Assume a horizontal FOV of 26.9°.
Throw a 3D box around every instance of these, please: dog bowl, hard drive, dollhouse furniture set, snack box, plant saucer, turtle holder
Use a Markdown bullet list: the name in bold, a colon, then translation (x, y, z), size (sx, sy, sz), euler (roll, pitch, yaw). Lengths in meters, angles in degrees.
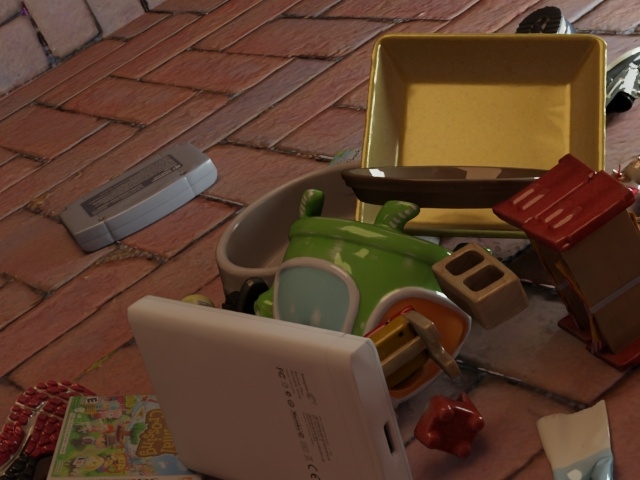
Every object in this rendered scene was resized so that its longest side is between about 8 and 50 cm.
- **dog bowl**: translation (0.000, 0.000, 1.996), size (0.349, 0.102, 0.348), euler (-20, 25, 10)
- **hard drive**: translation (-0.058, 0.189, 1.493), size (0.353, 0.233, 0.047), euler (7, 33, 43)
- **dollhouse furniture set**: translation (0.211, 0.093, 1.521), size (0.374, 0.201, 0.152), euler (-33, 26, -6)
- **snack box**: translation (0.076, -0.121, 2.235), size (0.141, 0.037, 0.100), euler (-8, 29, 32)
- **plant saucer**: translation (0.229, -0.133, 1.873), size (0.333, 0.081, 0.332), euler (2, 62, 10)
- **plant saucer**: translation (0.164, -0.068, 1.677), size (0.278, 0.041, 0.278), euler (0, 6, 0)
- **turtle holder**: translation (0.033, 0.074, 1.651), size (0.320, 0.243, 0.227), euler (13, 80, 24)

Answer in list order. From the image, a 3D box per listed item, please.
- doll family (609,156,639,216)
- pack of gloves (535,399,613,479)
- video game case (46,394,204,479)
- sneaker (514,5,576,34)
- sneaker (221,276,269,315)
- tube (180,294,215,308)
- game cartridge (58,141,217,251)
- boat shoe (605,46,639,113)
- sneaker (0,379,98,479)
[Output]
- **doll family**: translation (0.461, -0.032, 1.646), size (0.263, 0.118, 0.163), euler (5, 56, 54)
- **pack of gloves**: translation (0.325, 0.208, 1.362), size (0.195, 0.046, 0.232), euler (-22, 25, 9)
- **video game case**: translation (-0.241, 0.263, 1.711), size (0.193, 0.023, 0.212), euler (-1, 27, 0)
- **sneaker**: translation (0.339, -0.211, 2.110), size (0.112, 0.131, 0.319), euler (6, 62, 46)
- **sneaker**: translation (-0.109, 0.096, 1.863), size (0.051, 0.170, 0.089), euler (-26, 49, -22)
- **tube**: translation (-0.177, 0.157, 1.895), size (0.070, 0.062, 0.240), euler (-40, 23, 11)
- **game cartridge**: translation (-0.344, -0.083, 2.527), size (0.294, 0.060, 0.196), euler (-30, 22, -11)
- **boat shoe**: translation (0.463, -0.232, 2.085), size (0.233, 0.084, 0.079), euler (-31, 62, -28)
- **sneaker**: translation (-0.398, 0.292, 1.787), size (0.121, 0.112, 0.299), euler (36, 41, 16)
